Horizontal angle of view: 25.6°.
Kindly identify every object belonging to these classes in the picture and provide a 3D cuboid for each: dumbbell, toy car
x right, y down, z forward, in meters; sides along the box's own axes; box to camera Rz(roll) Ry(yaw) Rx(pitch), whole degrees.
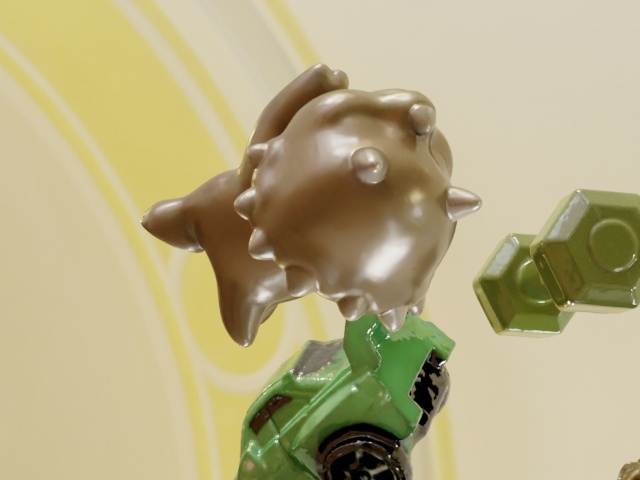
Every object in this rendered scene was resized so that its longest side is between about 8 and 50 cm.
[{"bbox_3d":[0.237,0.029,1.386,0.121,0.108,0.302,64,-12,5],"label":"dumbbell"},{"bbox_3d":[0.011,0.191,1.489,0.176,0.213,0.358,44,-59,-5],"label":"toy car"}]

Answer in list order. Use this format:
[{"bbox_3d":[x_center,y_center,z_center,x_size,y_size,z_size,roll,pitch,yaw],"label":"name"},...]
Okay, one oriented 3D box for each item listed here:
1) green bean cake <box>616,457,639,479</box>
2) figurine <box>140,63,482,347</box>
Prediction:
[{"bbox_3d":[0.358,0.308,1.291,0.224,0.230,0.131,9,-35,45],"label":"green bean cake"},{"bbox_3d":[0.000,-0.004,1.030,0.247,0.177,0.173,-33,-140,17],"label":"figurine"}]
